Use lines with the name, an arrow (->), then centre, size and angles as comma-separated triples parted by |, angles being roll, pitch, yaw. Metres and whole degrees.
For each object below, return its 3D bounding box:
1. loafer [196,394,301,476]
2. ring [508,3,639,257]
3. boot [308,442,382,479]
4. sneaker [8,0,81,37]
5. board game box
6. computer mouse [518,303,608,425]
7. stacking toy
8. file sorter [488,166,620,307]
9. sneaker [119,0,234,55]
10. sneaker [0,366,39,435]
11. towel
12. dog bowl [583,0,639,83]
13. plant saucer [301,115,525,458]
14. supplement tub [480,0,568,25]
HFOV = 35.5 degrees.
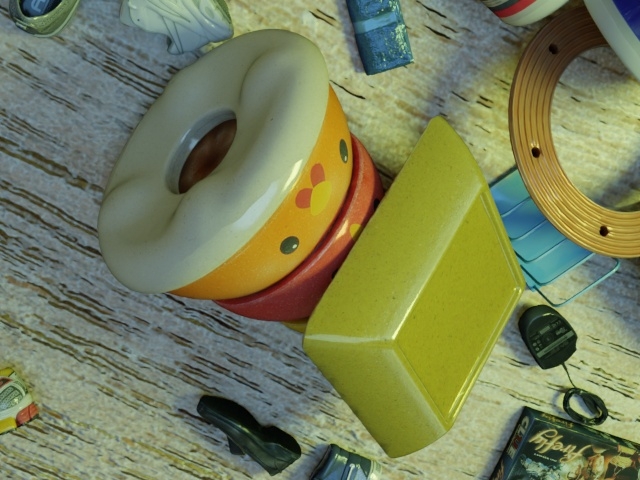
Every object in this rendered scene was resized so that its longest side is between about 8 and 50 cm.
loafer -> -0.109, 0.279, 1.409 | 0.170, 0.062, 0.061 | 36, 104, -15
ring -> 0.383, -0.144, 1.304 | 0.337, 0.032, 0.336 | 2, 84, -24
boot -> 0.008, 0.390, 1.463 | 0.086, 0.069, 0.190 | 28, 93, -8
sneaker -> -0.283, -0.361, 1.155 | 0.105, 0.115, 0.281 | 18, 104, -13
board game box -> 0.388, 0.363, 1.517 | 0.243, 0.042, 0.165 | 19, 103, -14
computer mouse -> 0.356, 0.183, 1.465 | 0.071, 0.041, 0.242 | -32, 115, 1
stacking toy -> 0.000, 0.000, 1.255 | 0.350, 0.350, 0.480 | -48, 125, 7
file sorter -> 0.309, -0.011, 1.358 | 0.118, 0.104, 0.170 | -35, 109, 4
sneaker -> -0.202, -0.304, 1.179 | 0.115, 0.090, 0.232 | -29, 128, 11
sneaker -> -0.494, 0.234, 1.336 | 0.225, 0.088, 0.092 | -20, 88, -2
towel -> 0.075, -0.274, 1.281 | 0.067, 0.029, 0.119 | -17, 109, -2
dog bowl -> 0.432, -0.247, 1.186 | 0.265, 0.265, 0.104 | 39, 123, -17
plant saucer -> 0.145, 0.077, 1.224 | 0.332, 0.081, 0.333 | -57, 142, -20
supplement tub -> 0.199, -0.403, 1.174 | 0.272, 0.191, 0.191 | 37, 98, -17
